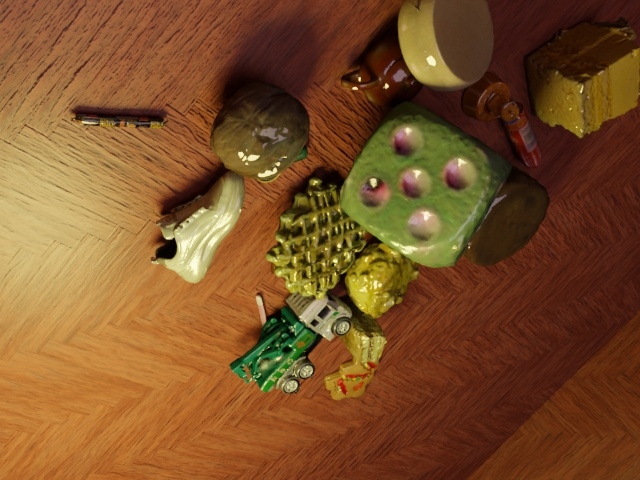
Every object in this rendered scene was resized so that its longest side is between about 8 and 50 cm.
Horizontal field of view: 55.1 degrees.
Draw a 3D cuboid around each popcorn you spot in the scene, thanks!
[{"bbox_3d":[0.176,0.105,1.830,0.233,0.192,0.266,-56,158,-5],"label":"popcorn"}]

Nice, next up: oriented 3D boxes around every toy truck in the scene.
[{"bbox_3d":[-0.082,0.288,1.782,0.363,0.176,0.178,-46,126,-2],"label":"toy truck"}]

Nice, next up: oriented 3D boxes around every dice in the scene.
[{"bbox_3d":[0.262,-0.131,1.519,0.318,0.330,0.322,-58,168,12],"label":"dice"}]

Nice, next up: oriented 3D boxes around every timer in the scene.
[{"bbox_3d":[0.482,-0.367,1.664,0.132,0.152,0.131,-17,130,-21],"label":"timer"}]

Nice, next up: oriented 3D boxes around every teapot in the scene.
[{"bbox_3d":[0.169,-0.394,1.467,0.252,0.135,0.178,-17,126,-21],"label":"teapot"}]

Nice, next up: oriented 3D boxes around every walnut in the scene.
[{"bbox_3d":[-0.133,-0.238,1.357,0.224,0.224,0.224,-17,130,-21],"label":"walnut"}]

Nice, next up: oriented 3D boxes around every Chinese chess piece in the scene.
[{"bbox_3d":[0.293,-0.481,1.421,0.273,0.102,0.272,-1,92,-43],"label":"Chinese chess piece"}]

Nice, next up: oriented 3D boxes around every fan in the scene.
[{"bbox_3d":[-0.102,-0.198,1.510,0.155,0.039,0.082,-22,131,-18],"label":"fan"}]

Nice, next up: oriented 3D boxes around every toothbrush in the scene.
[{"bbox_3d":[-0.163,0.265,1.834,0.025,0.020,0.286,-24,133,-21],"label":"toothbrush"}]

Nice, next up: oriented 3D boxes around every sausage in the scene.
[{"bbox_3d":[-0.417,-0.250,1.284,0.199,0.028,0.025,-4,101,-30],"label":"sausage"},{"bbox_3d":[0.613,-0.304,1.850,0.074,0.074,0.274,-43,134,3],"label":"sausage"}]

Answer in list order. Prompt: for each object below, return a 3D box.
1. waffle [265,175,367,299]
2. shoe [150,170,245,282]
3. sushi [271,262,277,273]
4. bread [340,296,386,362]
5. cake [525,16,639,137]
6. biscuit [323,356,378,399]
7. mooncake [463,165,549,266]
[{"bbox_3d":[0.000,0.000,1.634,0.297,0.073,0.317,44,69,-40],"label":"waffle"},{"bbox_3d":[-0.305,-0.043,1.451,0.159,0.124,0.316,15,114,-31],"label":"shoe"},{"bbox_3d":[-0.088,0.053,1.702,0.120,0.052,0.055,-35,119,-7],"label":"sushi"},{"bbox_3d":[0.118,0.276,1.895,0.102,0.196,0.138,-17,135,-15],"label":"bread"},{"bbox_3d":[0.763,-0.464,1.721,0.286,0.222,0.227,-34,136,-5],"label":"cake"},{"bbox_3d":[0.125,0.472,2.154,0.212,0.041,0.238,30,105,-41],"label":"biscuit"},{"bbox_3d":[0.523,-0.088,1.879,0.324,0.187,0.323,-18,132,-21],"label":"mooncake"}]
